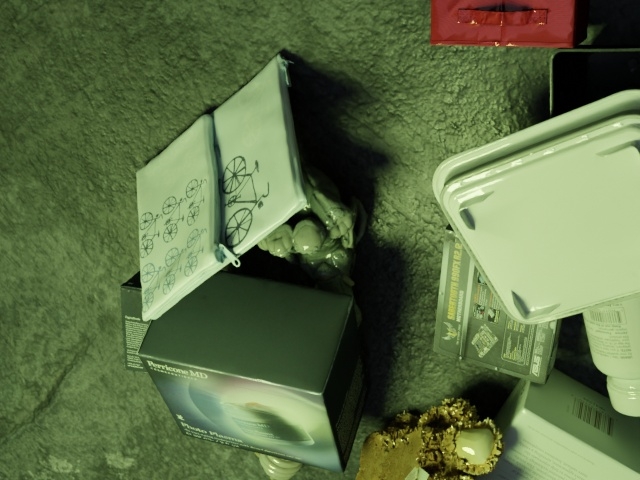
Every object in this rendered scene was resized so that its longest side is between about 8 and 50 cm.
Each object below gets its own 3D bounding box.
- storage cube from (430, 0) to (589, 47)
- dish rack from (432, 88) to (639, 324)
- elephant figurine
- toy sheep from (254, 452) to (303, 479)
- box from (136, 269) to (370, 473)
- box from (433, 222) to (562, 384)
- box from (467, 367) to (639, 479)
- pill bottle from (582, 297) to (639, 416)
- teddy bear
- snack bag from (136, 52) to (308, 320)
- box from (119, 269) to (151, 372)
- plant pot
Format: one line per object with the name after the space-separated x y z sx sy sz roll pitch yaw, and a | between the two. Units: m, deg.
0.249 -0.352 1.300 0.184 0.215 0.193 5 107 18 | storage cube
0.332 -0.020 1.306 0.333 0.072 0.285 -21 114 31 | dish rack
0.000 0.000 1.576 0.169 0.239 0.186 29 81 34 | elephant figurine
-0.069 0.379 1.789 0.091 0.091 0.132 25 132 8 | toy sheep
-0.095 0.206 1.599 0.297 0.182 0.294 10 146 16 | box
0.270 0.089 1.508 0.183 0.056 0.231 15 125 22 | box
0.341 0.398 1.601 0.215 0.168 0.345 30 118 5 | box
0.455 0.132 1.470 0.131 0.131 0.229 -9 108 23 | pill bottle
0.179 0.360 1.575 0.113 0.245 0.338 18 150 -21 | teddy bear
-0.158 -0.083 1.516 0.343 0.323 0.037 -35 134 28 | snack bag
-0.260 0.122 1.705 0.093 0.156 0.158 7 114 16 | box
0.406 -0.177 1.337 0.188 0.167 0.187 2 112 18 | plant pot
